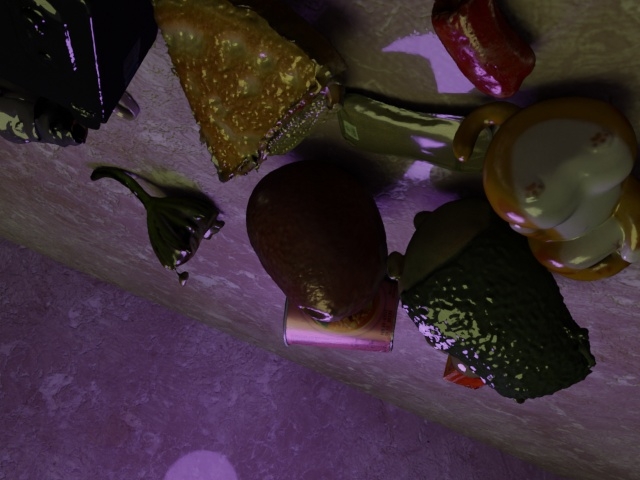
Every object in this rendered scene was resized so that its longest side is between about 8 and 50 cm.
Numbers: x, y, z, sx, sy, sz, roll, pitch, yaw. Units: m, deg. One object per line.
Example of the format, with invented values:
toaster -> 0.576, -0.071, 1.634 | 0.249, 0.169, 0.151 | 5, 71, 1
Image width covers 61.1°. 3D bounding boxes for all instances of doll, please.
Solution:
doll -> 0.265, 0.105, 0.857 | 0.349, 0.247, 0.247 | 44, 153, -9
doll -> 0.300, -0.050, 0.650 | 0.166, 0.162, 0.269 | -33, 123, 19

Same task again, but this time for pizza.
pizza -> -0.075, -0.190, 0.675 | 0.251, 0.074, 0.288 | 17, 137, 33

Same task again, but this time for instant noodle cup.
instant noodle cup -> 0.058, 0.162, 1.297 | 0.255, 0.244, 0.244 | 9, 155, 10

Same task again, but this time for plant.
plant -> -0.404, -0.058, 1.271 | 0.333, 0.180, 0.251 | 33, 145, -16

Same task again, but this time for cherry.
cherry -> 0.000, 0.000, 0.900 | 0.221, 0.307, 0.261 | -32, 131, 12

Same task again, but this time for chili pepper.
chili pepper -> 0.167, -0.200, 0.552 | 0.073, 0.070, 0.123 | -25, 129, 39

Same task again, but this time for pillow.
pillow -> 0.127, -0.144, 0.756 | 0.217, 0.033, 0.130 | 14, 158, 18

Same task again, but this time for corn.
corn -> -0.030, -0.183, 0.757 | 0.087, 0.087, 0.211 | 33, 149, -26

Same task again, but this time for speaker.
speaker -> -0.332, -0.296, 0.639 | 0.232, 0.184, 0.254 | 25, 156, -9

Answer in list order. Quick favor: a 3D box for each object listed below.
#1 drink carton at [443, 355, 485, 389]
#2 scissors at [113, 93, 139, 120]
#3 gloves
drink carton -> 0.300, 0.161, 1.033 | 0.071, 0.223, 0.096 | 19, 158, 4
scissors -> -0.398, -0.286, 0.914 | 0.118, 0.031, 0.242 | 16, 161, 13
gloves -> -0.599, -0.263, 1.078 | 0.285, 0.119, 0.142 | 20, 126, 15
